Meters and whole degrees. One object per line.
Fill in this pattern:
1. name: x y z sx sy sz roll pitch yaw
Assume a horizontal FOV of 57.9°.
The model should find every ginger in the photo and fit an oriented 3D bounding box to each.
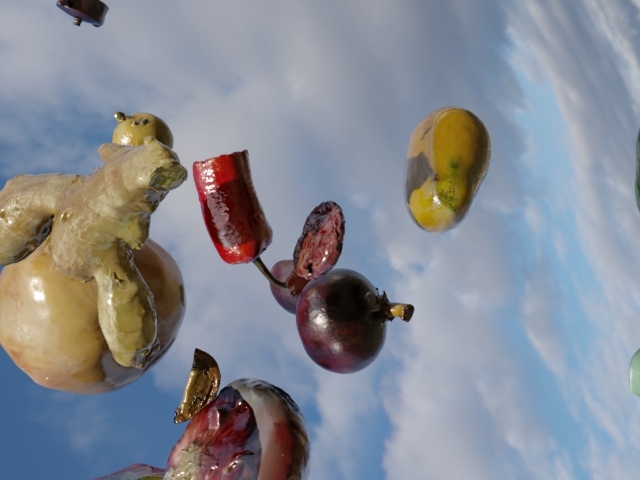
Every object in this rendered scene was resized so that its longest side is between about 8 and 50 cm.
1. ginger: -0.349 -0.039 0.863 0.363 0.348 0.122 36 -159 20

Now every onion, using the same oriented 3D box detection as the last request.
1. onion: -0.104 0.336 0.811 0.195 0.272 0.272 43 -140 -27

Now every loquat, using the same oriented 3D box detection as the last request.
1. loquat: -0.524 -0.294 1.689 0.204 0.172 0.149 51 -164 -19

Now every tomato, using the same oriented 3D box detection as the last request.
1. tomato: -0.066 0.153 1.702 0.199 0.228 0.112 41 -131 -23

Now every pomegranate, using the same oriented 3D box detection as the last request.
1. pomegranate: -0.485 0.153 1.276 0.411 0.411 0.411 30 -134 -37

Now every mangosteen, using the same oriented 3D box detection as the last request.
1. mangosteen: 0.078 0.165 1.265 0.235 0.261 0.235 -13 -90 -73

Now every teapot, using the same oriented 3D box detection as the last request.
1. teapot: -0.339 -0.327 0.825 0.068 0.045 0.100 23 -176 9

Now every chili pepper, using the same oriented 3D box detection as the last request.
1. chili pepper: -0.173 -0.020 1.247 0.131 0.134 0.338 -116 10 -77

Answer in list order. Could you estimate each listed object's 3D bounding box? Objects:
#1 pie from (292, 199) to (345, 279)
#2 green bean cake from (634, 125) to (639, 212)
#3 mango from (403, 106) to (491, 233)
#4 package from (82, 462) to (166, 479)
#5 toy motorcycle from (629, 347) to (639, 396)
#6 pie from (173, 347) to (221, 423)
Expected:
1. pie: 0.000 0.000 1.042 0.038 0.153 0.153 26 -132 -26
2. green bean cake: 0.617 -0.115 0.926 0.247 0.156 0.250 18 -98 -40
3. mango: 0.253 -0.138 1.173 0.173 0.211 0.317 16 -135 5
4. package: -0.380 0.519 1.132 0.196 0.423 0.123 -2 -103 -39
5. toy motorcycle: 0.468 0.105 0.520 0.200 0.326 0.191 67 169 -21
6. pie: -0.302 0.374 1.459 0.088 0.033 0.191 18 -97 -10
